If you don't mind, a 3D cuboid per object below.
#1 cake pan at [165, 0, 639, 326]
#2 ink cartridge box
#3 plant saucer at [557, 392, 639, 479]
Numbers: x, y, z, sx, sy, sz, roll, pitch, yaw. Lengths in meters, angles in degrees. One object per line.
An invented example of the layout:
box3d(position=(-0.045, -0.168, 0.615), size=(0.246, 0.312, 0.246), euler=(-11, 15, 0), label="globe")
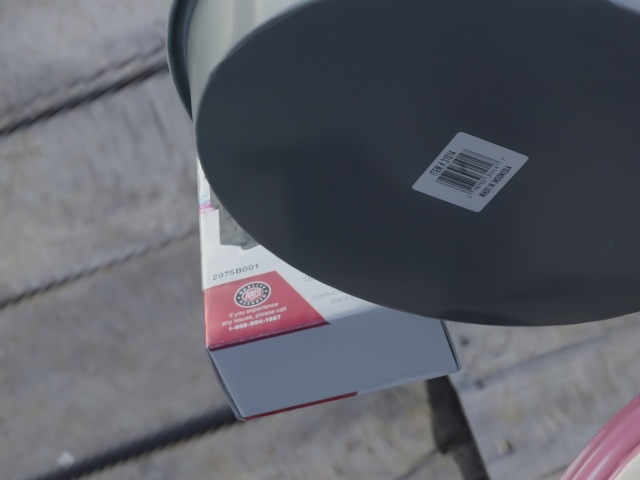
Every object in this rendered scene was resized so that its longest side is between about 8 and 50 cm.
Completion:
box3d(position=(0.072, -0.050, 0.829), size=(0.293, 0.293, 0.054), euler=(0, 56, 14), label="cake pan")
box3d(position=(0.000, 0.000, 1.060), size=(0.127, 0.072, 0.175), euler=(-14, 47, 8), label="ink cartridge box")
box3d(position=(0.208, 0.170, 0.692), size=(0.332, 0.084, 0.332), euler=(-10, 65, 22), label="plant saucer")
